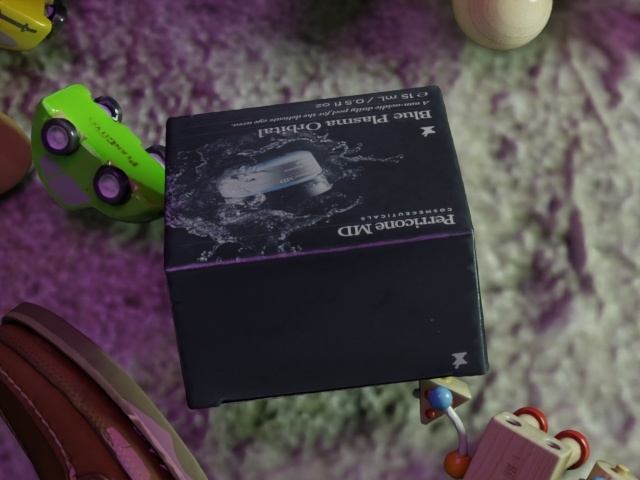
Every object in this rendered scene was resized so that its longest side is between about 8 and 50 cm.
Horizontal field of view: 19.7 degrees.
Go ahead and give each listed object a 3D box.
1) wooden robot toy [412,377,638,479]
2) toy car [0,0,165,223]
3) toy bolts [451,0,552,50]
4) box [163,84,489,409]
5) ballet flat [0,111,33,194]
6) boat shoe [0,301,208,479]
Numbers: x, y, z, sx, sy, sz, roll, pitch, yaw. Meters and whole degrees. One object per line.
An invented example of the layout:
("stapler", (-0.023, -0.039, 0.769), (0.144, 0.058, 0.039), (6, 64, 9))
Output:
("wooden robot toy", (0.105, 0.134, 0.945), (0.173, 0.076, 0.079), (30, 101, 21))
("toy car", (-0.175, -0.083, 1.064), (0.225, 0.053, 0.239), (44, 29, 5))
("toy bolts", (0.187, -0.199, 1.113), (0.228, 0.158, 0.218), (6, 16, 16))
("box", (0.000, 0.000, 0.973), (0.156, 0.093, 0.158), (-7, 33, 0))
("ballet flat", (-0.284, -0.082, 1.093), (0.232, 0.073, 0.080), (15, 62, 14))
("boat shoe", (-0.096, 0.158, 0.907), (0.104, 0.111, 0.307), (-36, 62, -17))
